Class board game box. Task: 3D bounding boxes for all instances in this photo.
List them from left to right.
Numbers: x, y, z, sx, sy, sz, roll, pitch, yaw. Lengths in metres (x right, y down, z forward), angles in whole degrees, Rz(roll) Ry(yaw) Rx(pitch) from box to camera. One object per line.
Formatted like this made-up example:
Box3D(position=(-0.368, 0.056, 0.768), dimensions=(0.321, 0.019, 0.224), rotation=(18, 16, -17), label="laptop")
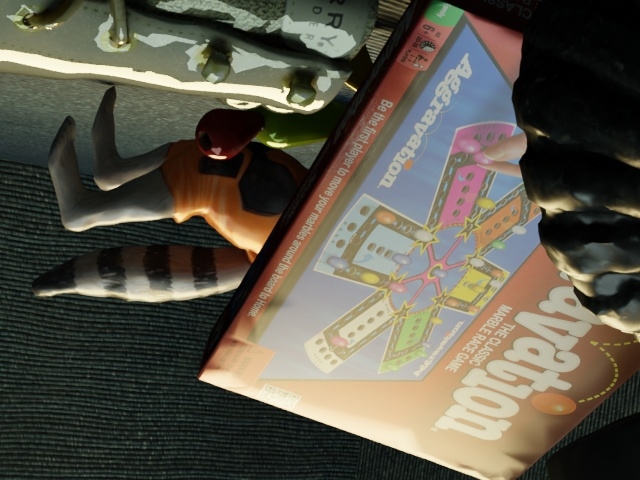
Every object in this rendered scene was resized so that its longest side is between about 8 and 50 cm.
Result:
Box3D(position=(0.059, 0.009, 0.682), dimensions=(0.145, 0.027, 0.281), rotation=(19, 148, -9), label="board game box")

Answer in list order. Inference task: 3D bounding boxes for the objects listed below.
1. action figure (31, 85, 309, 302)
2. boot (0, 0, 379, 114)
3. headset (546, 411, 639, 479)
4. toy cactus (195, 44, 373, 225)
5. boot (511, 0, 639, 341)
Box3D(position=(0.000, 0.000, 1.208), dimensions=(0.330, 0.178, 0.341), rotation=(18, 177, -2), label="action figure")
Box3D(position=(-0.064, -0.070, 0.420), dimensions=(0.165, 0.077, 0.213), rotation=(9, -176, -14), label="boot")
Box3D(position=(0.268, 0.066, 0.593), dimensions=(0.394, 0.185, 0.243), rotation=(-24, 163, 28), label="headset")
Box3D(position=(0.077, -0.044, 0.773), dimensions=(0.219, 0.112, 0.180), rotation=(5, -164, 30), label="toy cactus")
Box3D(position=(0.210, 0.054, 0.395), dimensions=(0.348, 0.131, 0.260), rotation=(54, 161, -13), label="boot")
